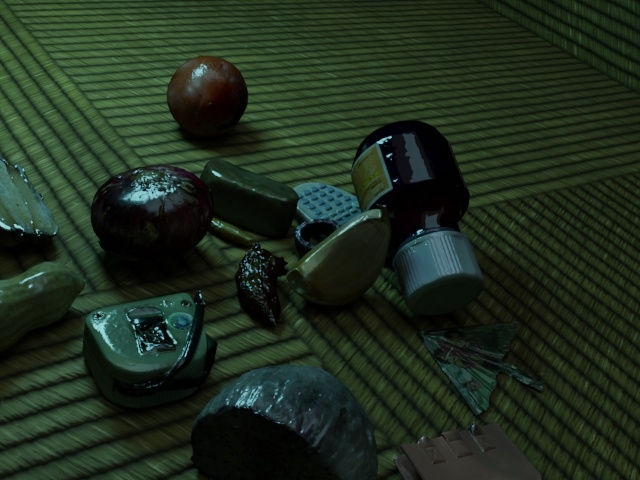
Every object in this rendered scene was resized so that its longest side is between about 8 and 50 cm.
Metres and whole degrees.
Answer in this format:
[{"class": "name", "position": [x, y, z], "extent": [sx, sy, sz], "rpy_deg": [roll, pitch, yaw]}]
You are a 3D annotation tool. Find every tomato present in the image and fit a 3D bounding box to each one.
[{"class": "tomato", "position": [-0.284, -0.365, 2.224], "extent": [0.208, 0.208, 0.184], "rpy_deg": [-13, 46, -35]}]

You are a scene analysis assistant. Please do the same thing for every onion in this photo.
[{"class": "onion", "position": [-0.337, -0.050, 1.751], "extent": [0.247, 0.190, 0.246], "rpy_deg": [-5, 25, 2]}]

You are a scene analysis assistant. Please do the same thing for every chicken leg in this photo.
[{"class": "chicken leg", "position": [-0.120, 0.083, 1.750], "extent": [0.105, 0.063, 0.233], "rpy_deg": [8, 35, -2]}]

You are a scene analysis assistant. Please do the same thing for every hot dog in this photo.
[{"class": "hot dog", "position": [-0.208, -0.022, 1.900], "extent": [0.137, 0.028, 0.044], "rpy_deg": [27, 9, 15]}]

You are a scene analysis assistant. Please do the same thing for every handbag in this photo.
[{"class": "handbag", "position": [0.244, 0.383, 1.443], "extent": [0.213, 0.059, 0.157], "rpy_deg": [-6, 39, -31]}]

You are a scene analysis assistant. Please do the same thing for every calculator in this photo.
[{"class": "calculator", "position": [0.058, -0.045, 2.013], "extent": [0.303, 0.042, 0.188], "rpy_deg": [37, 38, 23]}]

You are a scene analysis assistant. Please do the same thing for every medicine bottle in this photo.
[{"class": "medicine bottle", "position": [0.208, -0.044, 1.856], "extent": [0.243, 0.242, 0.395], "rpy_deg": [2, 53, -18]}]

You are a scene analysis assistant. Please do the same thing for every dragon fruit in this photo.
[{"class": "dragon fruit", "position": [-0.030, 0.287, 1.351], "extent": [0.283, 0.203, 0.221], "rpy_deg": [25, 34, 15]}]

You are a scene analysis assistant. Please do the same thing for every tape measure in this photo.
[{"class": "tape measure", "position": [-0.271, 0.182, 1.497], "extent": [0.235, 0.115, 0.207], "rpy_deg": [-10, 38, -32]}]

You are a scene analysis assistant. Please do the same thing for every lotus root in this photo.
[{"class": "lotus root", "position": [-0.656, -0.080, 1.782], "extent": [0.167, 0.078, 0.329], "rpy_deg": [17, 23, -41]}]

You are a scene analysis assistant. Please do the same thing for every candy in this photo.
[{"class": "candy", "position": [-0.166, -0.097, 1.962], "extent": [0.234, 0.104, 0.102], "rpy_deg": [21, 29, 9]}]

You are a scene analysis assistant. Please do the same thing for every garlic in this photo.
[{"class": "garlic", "position": [0.049, 0.032, 1.760], "extent": [0.245, 0.164, 0.145], "rpy_deg": [-42, 63, -2]}]

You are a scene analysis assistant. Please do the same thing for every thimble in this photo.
[{"class": "thimble", "position": [-0.002, -0.001, 1.888], "extent": [0.104, 0.066, 0.095], "rpy_deg": [26, 63, 17]}]

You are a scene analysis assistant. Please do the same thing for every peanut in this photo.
[{"class": "peanut", "position": [-0.525, 0.108, 1.510], "extent": [0.124, 0.123, 0.257], "rpy_deg": [27, 33, 18]}]

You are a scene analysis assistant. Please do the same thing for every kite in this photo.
[{"class": "kite", "position": [0.315, 0.236, 1.731], "extent": [0.268, 0.013, 0.323], "rpy_deg": [21, 36, 12]}]
